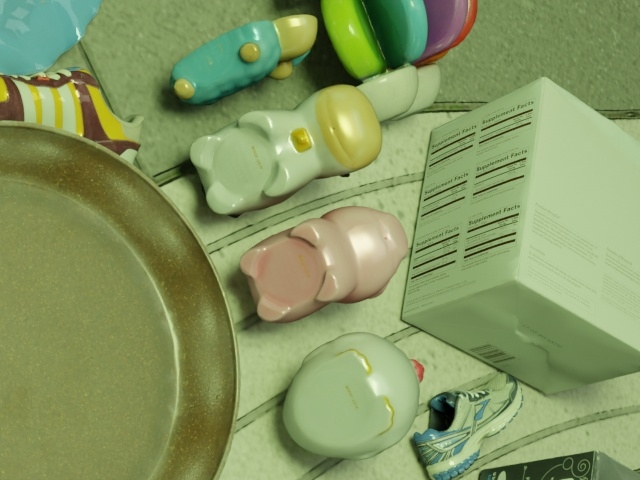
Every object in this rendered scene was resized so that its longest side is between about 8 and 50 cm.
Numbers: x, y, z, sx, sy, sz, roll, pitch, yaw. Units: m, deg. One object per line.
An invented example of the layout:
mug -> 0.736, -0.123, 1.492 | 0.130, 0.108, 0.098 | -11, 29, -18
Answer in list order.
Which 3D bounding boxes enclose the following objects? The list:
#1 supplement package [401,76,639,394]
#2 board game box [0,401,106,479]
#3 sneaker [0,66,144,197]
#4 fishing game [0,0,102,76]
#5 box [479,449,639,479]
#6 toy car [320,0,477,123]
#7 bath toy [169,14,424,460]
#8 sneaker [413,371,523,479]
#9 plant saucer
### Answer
supplement package -> 0.202, 0.001, 1.293 | 0.194, 0.149, 0.203 | 29, 58, -30
board game box -> -0.197, 0.232, 0.942 | 0.160, 0.047, 0.210 | -18, 88, -42
sneaker -> -0.207, -0.097, 1.013 | 0.185, 0.069, 0.084 | 34, 73, -41
fishing game -> -0.248, -0.208, 1.047 | 0.189, 0.041, 0.264 | 29, 73, -32
box -> 0.259, 0.308, 1.241 | 0.247, 0.142, 0.163 | 31, 57, -28
toy car -> 0.067, -0.192, 1.234 | 0.159, 0.136, 0.182 | 69, 21, 0
bath toy -> 0.000, 0.000, 1.146 | 0.129, 0.151, 0.348 | -3, 75, -77
sneaker -> 0.129, 0.150, 1.247 | 0.058, 0.052, 0.135 | 54, 48, -7
plant saucer -> -0.192, 0.076, 0.937 | 0.310, 0.050, 0.311 | 16, 64, -36
